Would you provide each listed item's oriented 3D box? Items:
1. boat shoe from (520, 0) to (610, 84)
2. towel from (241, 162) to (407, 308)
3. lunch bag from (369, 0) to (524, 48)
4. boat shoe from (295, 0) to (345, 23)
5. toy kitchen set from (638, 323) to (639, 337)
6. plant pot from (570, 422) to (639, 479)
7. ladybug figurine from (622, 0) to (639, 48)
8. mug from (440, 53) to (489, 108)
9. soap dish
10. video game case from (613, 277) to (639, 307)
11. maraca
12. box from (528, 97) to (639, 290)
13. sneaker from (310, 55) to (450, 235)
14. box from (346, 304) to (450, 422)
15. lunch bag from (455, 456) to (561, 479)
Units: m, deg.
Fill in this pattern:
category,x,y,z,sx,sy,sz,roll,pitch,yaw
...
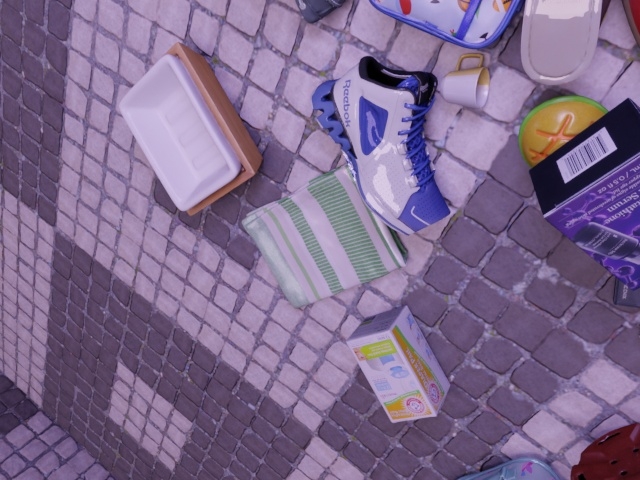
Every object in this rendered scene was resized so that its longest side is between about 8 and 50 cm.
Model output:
category,x,y,z,sx,sy,sz,roll,pitch,yaw
boat shoe,0.303,-0.354,0.570,0.116,0.097,0.325,13,132,23
towel,0.000,0.000,1.037,0.324,0.038,0.248,-25,99,36
lunch bag,0.211,-0.434,0.666,0.243,0.115,0.304,30,125,13
boat shoe,-0.074,-0.503,0.801,0.099,0.116,0.319,-34,97,33
toy kitchen set,0.538,0.186,0.783,0.083,0.068,0.075,27,123,18
plant pot,0.569,0.459,0.789,0.272,0.272,0.265,-38,82,37
ladybug figurine,0.483,-0.341,0.513,0.305,0.162,0.450,-11,106,34
mug,0.229,-0.247,0.783,0.064,0.078,0.062,14,151,35
soap dish,-0.270,-0.225,1.042,0.228,0.118,0.291,-26,98,37
video game case,0.587,0.023,0.707,0.274,0.026,0.196,6,115,29
maraca,0.369,-0.131,0.723,0.127,0.099,0.185,-22,124,40
box,0.408,-0.052,0.647,0.207,0.108,0.153,32,130,-19
sneaker,0.127,-0.171,0.810,0.316,0.127,0.182,55,138,-1
box,0.163,0.255,1.016,0.114,0.103,0.203,-24,99,37
lunch bag,0.403,0.574,1.019,0.224,0.108,0.279,52,125,6
